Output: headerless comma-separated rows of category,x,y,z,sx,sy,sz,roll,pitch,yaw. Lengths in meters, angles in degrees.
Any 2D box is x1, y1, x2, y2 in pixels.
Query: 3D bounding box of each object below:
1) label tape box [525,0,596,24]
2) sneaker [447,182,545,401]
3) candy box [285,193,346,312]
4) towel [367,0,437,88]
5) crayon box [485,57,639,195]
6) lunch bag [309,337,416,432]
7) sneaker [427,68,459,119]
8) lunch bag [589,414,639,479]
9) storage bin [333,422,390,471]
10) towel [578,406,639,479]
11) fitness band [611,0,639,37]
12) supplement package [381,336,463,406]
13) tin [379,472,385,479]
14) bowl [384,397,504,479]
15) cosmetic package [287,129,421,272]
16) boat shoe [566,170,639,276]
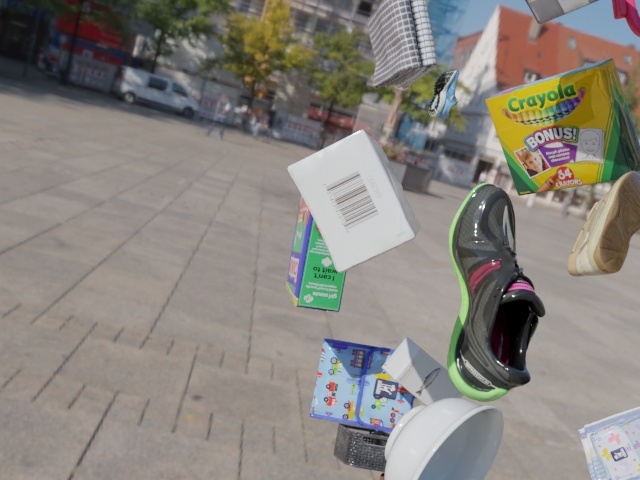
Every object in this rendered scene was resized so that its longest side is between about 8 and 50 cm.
label tape box,0.649,-0.619,1.554,0.105,0.241,0.334,56,-23,-14
sneaker,0.393,0.101,1.517,0.185,0.482,0.202,14,-21,-31
candy box,0.000,0.000,1.793,0.122,0.316,0.268,8,4,-10
towel,0.231,-0.592,2.110,0.121,0.234,0.284,-13,1,-16
crayon box,0.687,-0.310,2.005,0.106,0.313,0.363,-33,16,-37
lunch bag,0.143,0.407,1.954,0.294,0.220,0.138,5,-13,22
sneaker,0.375,-0.431,2.094,0.073,0.162,0.063,24,-5,-30
lunch bag,0.415,0.286,0.964,0.083,0.071,0.053,-13,-17,-23
storage bin,0.110,0.518,1.769,0.122,0.084,0.180,11,-11,-9
towel,0.673,0.500,1.492,0.034,0.209,0.284,24,46,-33
fitness band,0.779,-0.631,1.690,0.054,0.290,0.209,-12,7,-11
supplement package,0.262,0.345,1.775,0.179,0.105,0.105,40,-2,-16
tin,0.169,0.641,1.752,0.040,0.106,0.189,6,-31,18
bowl,0.224,0.425,1.411,0.298,0.297,0.134,6,20,-48
cosmetic package,0.082,-0.077,1.376,0.156,0.217,0.385,-26,-3,9
boat shoe,0.667,-0.043,1.640,0.121,0.341,0.110,52,-36,-10
